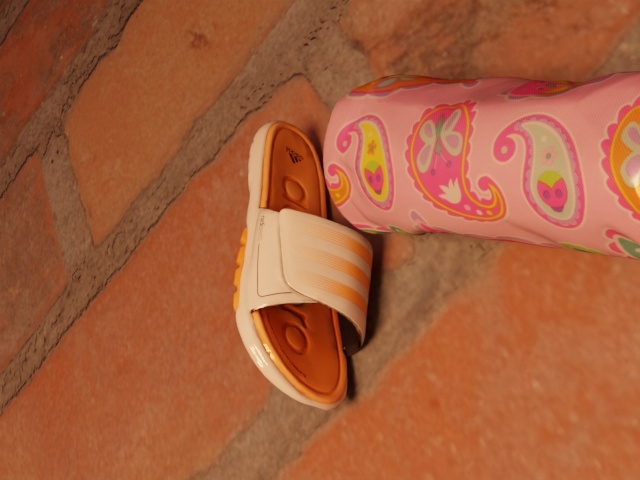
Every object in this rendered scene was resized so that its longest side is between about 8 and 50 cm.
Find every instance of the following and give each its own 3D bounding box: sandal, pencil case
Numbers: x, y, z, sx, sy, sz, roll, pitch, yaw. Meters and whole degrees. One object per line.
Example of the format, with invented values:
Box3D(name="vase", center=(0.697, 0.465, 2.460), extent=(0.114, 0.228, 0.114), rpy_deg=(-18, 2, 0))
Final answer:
Box3D(name="sandal", center=(-0.008, -0.004, 0.674), extent=(0.076, 0.102, 0.265), rpy_deg=(-33, 48, 35))
Box3D(name="pencil case", center=(0.130, -0.046, 0.541), extent=(0.284, 0.124, 0.124), rpy_deg=(10, 78, 48))
